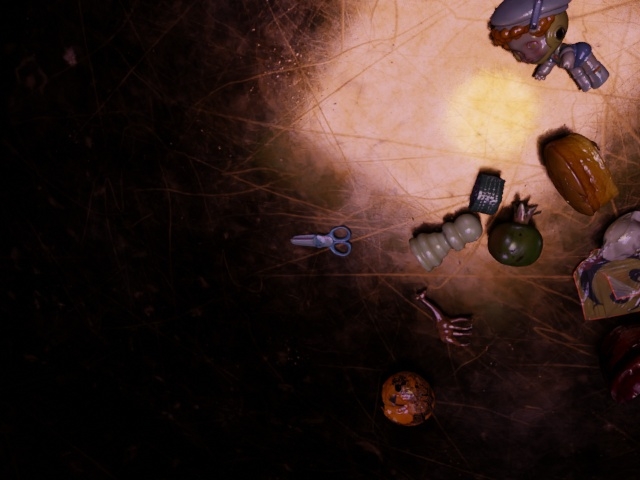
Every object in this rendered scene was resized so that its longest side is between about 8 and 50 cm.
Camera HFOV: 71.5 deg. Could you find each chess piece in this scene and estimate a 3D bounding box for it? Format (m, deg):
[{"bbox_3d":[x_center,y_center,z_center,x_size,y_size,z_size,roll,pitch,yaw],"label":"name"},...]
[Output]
[{"bbox_3d":[0.469,-0.007,1.629,0.251,0.144,0.144,-33,99,21],"label":"chess piece"}]

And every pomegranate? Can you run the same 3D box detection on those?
[{"bbox_3d":[0.682,-0.020,1.540,0.181,0.181,0.224,13,93,12],"label":"pomegranate"}]

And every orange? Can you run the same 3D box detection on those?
[{"bbox_3d":[0.371,0.674,1.900,0.234,0.182,0.234,3,100,18],"label":"orange"}]

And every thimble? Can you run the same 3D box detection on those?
[{"bbox_3d":[0.574,-0.159,1.538,0.090,0.118,0.135,15,99,6],"label":"thimble"}]

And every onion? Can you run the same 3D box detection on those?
[{"bbox_3d":[1.065,0.406,1.539,0.146,0.280,0.314,35,117,18],"label":"onion"}]

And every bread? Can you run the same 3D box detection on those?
[{"bbox_3d":[0.812,-0.207,1.404,0.142,0.195,0.270,-35,101,16],"label":"bread"}]

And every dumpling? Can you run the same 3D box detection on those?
[{"bbox_3d":[1.017,-0.005,1.472,0.127,0.108,0.188,33,94,-11],"label":"dumpling"}]

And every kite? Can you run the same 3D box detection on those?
[{"bbox_3d":[1.071,0.148,1.563,0.327,0.013,0.377,29,114,4],"label":"kite"}]

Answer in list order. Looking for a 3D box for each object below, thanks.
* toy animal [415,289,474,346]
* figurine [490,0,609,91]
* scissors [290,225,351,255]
[{"bbox_3d":[0.493,0.312,1.782,0.229,0.066,0.224,7,113,20],"label":"toy animal"},{"bbox_3d":[0.688,-0.598,1.326,0.382,0.224,0.205,33,96,-24],"label":"figurine"},{"bbox_3d":[0.000,0.000,1.829,0.256,0.030,0.125,1,110,15],"label":"scissors"}]
